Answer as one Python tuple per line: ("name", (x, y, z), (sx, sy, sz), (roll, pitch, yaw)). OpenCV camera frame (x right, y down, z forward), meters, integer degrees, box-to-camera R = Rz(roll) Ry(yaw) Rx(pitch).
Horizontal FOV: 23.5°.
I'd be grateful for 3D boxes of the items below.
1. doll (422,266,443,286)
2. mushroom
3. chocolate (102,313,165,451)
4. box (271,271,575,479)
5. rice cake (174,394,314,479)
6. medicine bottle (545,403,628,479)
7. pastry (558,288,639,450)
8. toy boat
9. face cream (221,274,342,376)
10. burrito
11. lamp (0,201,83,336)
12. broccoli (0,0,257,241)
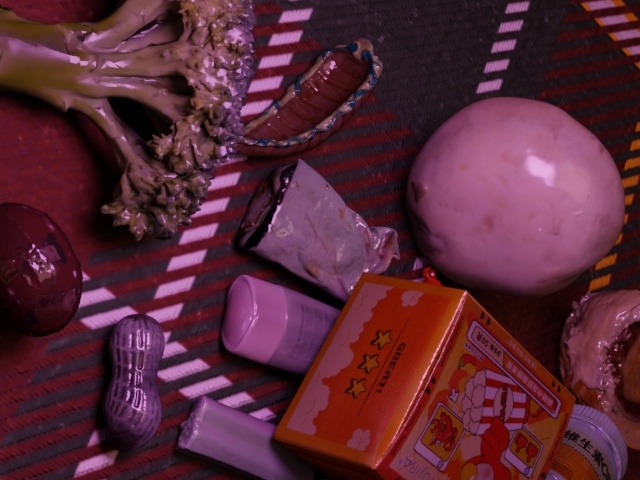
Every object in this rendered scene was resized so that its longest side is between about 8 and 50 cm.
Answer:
("doll", (0.163, 0.160, 2.205), (0.142, 0.076, 0.245), (6, 82, -43))
("mushroom", (0.292, -0.086, 2.246), (0.314, 0.314, 0.336), (60, 25, -16))
("chocolate", (-0.223, 0.169, 1.842), (0.072, 0.072, 0.167), (18, 68, -40))
("box", (0.142, 0.229, 1.997), (0.283, 0.213, 0.260), (42, 71, -38))
("rice cake", (-0.088, 0.263, 1.969), (0.221, 0.042, 0.080), (28, 68, -36))
("medicine bottle", (0.326, 0.357, 2.196), (0.318, 0.158, 0.158), (-30, 103, -61))
("pastry", (0.467, 0.195, 2.427), (0.256, 0.170, 0.237), (26, 83, -49))
("toy boat", (-0.026, -0.173, 2.077), (0.293, 0.108, 0.099), (-39, 140, -35))
("face cream", (-0.011, 0.129, 2.046), (0.269, 0.073, 0.107), (22, 64, -39))
("burrito", (0.000, 0.000, 2.077), (0.229, 0.089, 0.144), (36, 73, -32))
("lamp", (-0.341, 0.039, 1.710), (0.135, 0.157, 0.156), (-33, 120, -23))
("broccoli", (-0.253, -0.248, 1.836), (0.397, 0.275, 0.353), (28, 43, -14))
